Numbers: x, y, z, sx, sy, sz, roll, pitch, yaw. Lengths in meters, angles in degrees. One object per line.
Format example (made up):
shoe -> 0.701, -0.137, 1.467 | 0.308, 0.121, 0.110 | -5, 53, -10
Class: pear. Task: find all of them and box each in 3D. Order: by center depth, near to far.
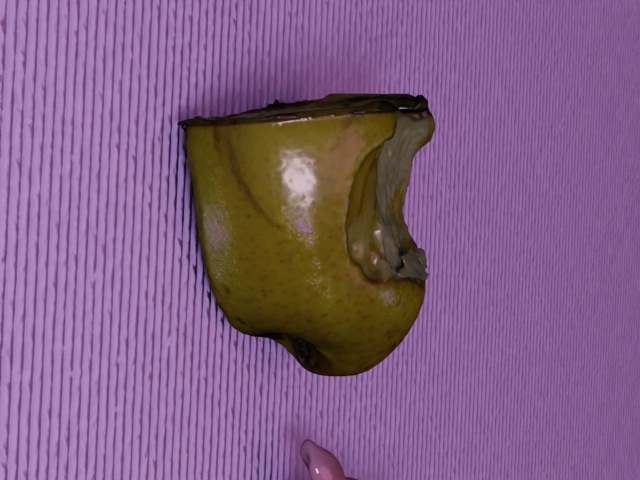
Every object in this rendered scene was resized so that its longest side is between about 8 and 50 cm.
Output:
pear -> 0.000, 0.000, 1.245 | 0.238, 0.164, 0.255 | -13, 104, -60

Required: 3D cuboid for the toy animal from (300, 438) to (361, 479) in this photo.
toy animal -> 0.001, 0.327, 1.269 | 0.166, 0.154, 0.250 | 47, 50, -39
